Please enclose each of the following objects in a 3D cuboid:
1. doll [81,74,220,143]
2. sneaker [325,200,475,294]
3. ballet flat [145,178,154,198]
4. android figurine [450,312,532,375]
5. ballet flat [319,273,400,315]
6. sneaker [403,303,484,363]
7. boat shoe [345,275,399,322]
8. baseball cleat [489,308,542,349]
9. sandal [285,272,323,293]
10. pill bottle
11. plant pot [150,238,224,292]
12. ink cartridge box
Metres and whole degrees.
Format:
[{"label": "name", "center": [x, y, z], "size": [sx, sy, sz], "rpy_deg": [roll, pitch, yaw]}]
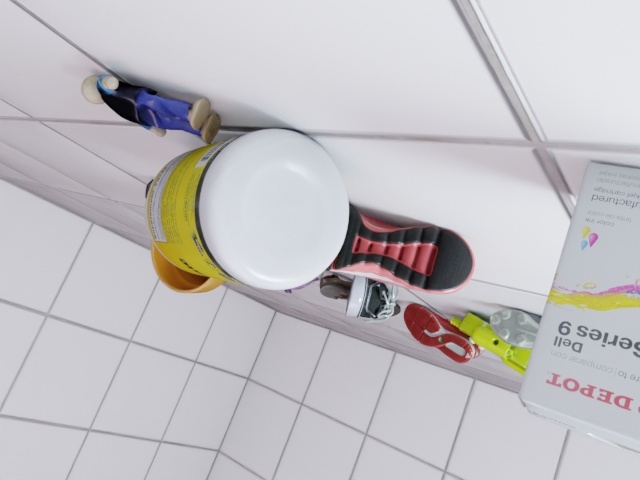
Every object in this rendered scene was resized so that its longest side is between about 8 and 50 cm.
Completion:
[{"label": "doll", "center": [-0.223, -0.169, 0.714], "size": [0.189, 0.046, 0.129], "rpy_deg": [18, 167, 15]}, {"label": "sneaker", "center": [0.072, 0.020, 0.865], "size": [0.314, 0.115, 0.136], "rpy_deg": [19, 169, 15]}, {"label": "ballet flat", "center": [-0.332, -0.083, 1.286], "size": [0.058, 0.049, 0.173], "rpy_deg": [14, 166, 39]}, {"label": "android figurine", "center": [0.418, 0.246, 1.273], "size": [0.273, 0.056, 0.248], "rpy_deg": [29, 176, 40]}, {"label": "ballet flat", "center": [0.110, 0.148, 1.540], "size": [0.250, 0.058, 0.084], "rpy_deg": [20, 134, -18]}, {"label": "sneaker", "center": [0.326, 0.238, 1.464], "size": [0.128, 0.087, 0.221], "rpy_deg": [3, -151, -47]}, {"label": "boat shoe", "center": [0.126, 0.140, 1.319], "size": [0.105, 0.113, 0.306], "rpy_deg": [13, 169, 11]}, {"label": "baseball cleat", "center": [0.430, 0.185, 1.073], "size": [0.206, 0.072, 0.110], "rpy_deg": [15, 174, 45]}, {"label": "sandal", "center": [-0.085, 0.078, 1.436], "size": [0.170, 0.102, 0.416], "rpy_deg": [21, 169, 4]}, {"label": "pill bottle", "center": [-0.126, -0.039, 0.772], "size": [0.188, 0.187, 0.334], "rpy_deg": [29, 167, -30]}, {"label": "plant pot", "center": [-0.242, 0.019, 1.281], "size": [0.205, 0.205, 0.188], "rpy_deg": [15, -178, 29]}, {"label": "ink cartridge box", "center": [0.265, 0.059, 0.446], "size": [0.155, 0.212, 0.093], "rpy_deg": [16, 167, 29]}]
